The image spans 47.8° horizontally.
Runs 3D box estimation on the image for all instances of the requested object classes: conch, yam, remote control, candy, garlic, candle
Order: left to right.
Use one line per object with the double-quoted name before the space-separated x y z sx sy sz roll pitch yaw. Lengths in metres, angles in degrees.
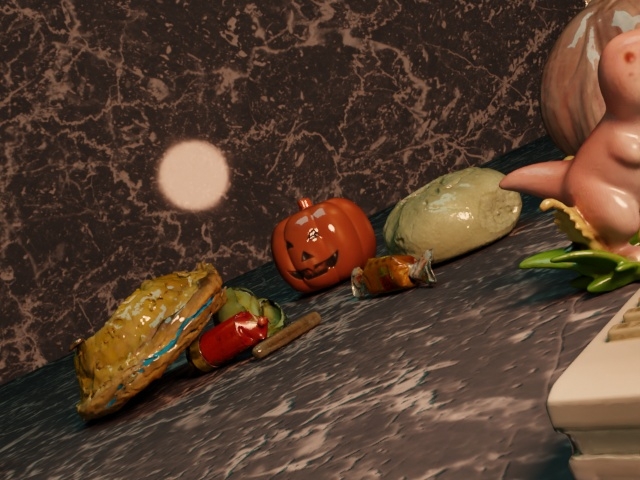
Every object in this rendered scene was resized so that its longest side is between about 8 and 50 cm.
"candle" -0.116 0.127 0.939 0.130 0.052 0.052 -32 -1 29
"conch" -0.106 0.112 1.063 0.095 0.080 0.200 -11 14 -31
"yam" -0.042 0.121 0.923 0.116 0.021 0.021 -26 4 -42
"candy" 0.097 0.043 0.942 0.046 0.053 0.182 -18 1 -33
"garlic" 0.420 -0.211 0.910 0.317 0.259 0.317 -24 -1 0
"remote control" 0.219 0.025 0.355 0.103 0.056 0.277 -19 6 46

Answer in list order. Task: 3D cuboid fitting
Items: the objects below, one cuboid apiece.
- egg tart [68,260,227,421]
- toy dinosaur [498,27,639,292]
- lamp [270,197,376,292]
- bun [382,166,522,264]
"egg tart" -0.250 0.128 0.990 0.291 0.107 0.291 -44 8 7
"toy dinosaur" 0.222 -0.057 0.573 0.152 0.177 0.194 -25 2 -28
"lamp" 0.000 0.000 1.277 0.187 0.164 0.187 -25 1 1
"bun" 0.186 -0.038 1.053 0.221 0.108 0.221 -23 4 2
